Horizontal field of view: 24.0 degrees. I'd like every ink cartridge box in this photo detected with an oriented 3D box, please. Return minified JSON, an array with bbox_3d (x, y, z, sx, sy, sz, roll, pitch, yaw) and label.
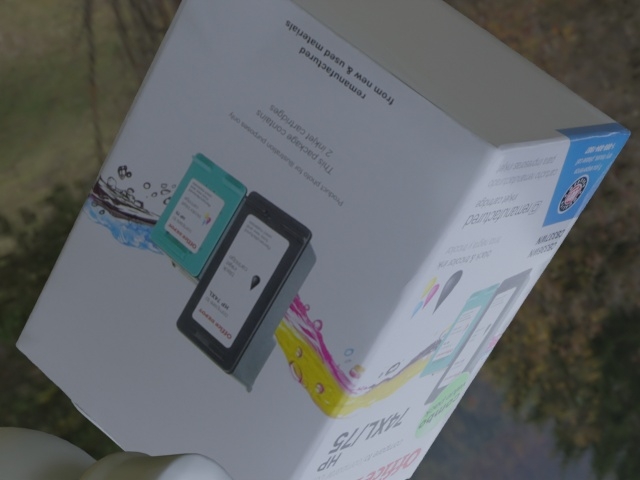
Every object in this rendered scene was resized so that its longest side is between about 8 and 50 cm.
[{"bbox_3d":[0.000,0.000,0.864,0.198,0.197,0.270,-13,137,-59],"label":"ink cartridge box"}]

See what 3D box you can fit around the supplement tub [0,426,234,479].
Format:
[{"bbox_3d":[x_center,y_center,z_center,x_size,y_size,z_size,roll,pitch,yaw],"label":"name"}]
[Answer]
[{"bbox_3d":[-0.187,0.192,0.581,0.316,0.228,0.228,-8,176,14],"label":"supplement tub"}]
